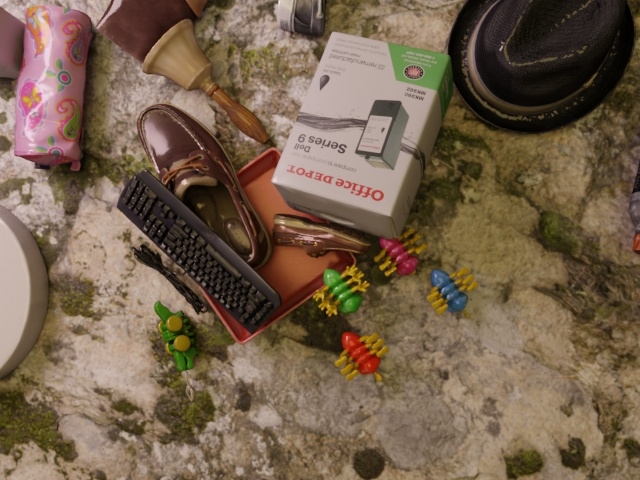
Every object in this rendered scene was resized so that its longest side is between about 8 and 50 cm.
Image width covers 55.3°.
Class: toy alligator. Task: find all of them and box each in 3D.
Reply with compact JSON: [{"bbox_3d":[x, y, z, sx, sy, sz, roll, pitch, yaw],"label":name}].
[{"bbox_3d":[-0.245,0.192,1.103,0.051,0.056,0.189,-20,86,-38],"label":"toy alligator"}]

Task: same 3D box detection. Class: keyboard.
[{"bbox_3d":[-0.219,0.040,1.020,0.317,0.033,0.201,43,136,2],"label":"keyboard"}]

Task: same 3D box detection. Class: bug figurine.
[{"bbox_3d":[0.120,0.104,1.056,0.279,0.072,0.216,-34,101,-2],"label":"bug figurine"}]

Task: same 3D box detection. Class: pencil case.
[{"bbox_3d":[-0.480,-0.272,1.102,0.124,0.124,0.283,4,89,4],"label":"pencil case"}]

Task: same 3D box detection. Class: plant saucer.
[{"bbox_3d":[-0.110,0.010,1.100,0.258,0.048,0.259,-36,85,2],"label":"plant saucer"}]

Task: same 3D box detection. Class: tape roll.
[{"bbox_3d":[-0.702,0.095,1.125,0.392,0.072,0.391,0,89,4],"label":"tape roll"}]

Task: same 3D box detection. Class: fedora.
[{"bbox_3d":[0.383,-0.349,1.026,0.334,0.152,0.333,0,88,4],"label":"fedora"}]

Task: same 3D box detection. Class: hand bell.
[{"bbox_3d":[-0.187,-0.262,1.099,0.242,0.126,0.126,44,91,-8],"label":"hand bell"}]

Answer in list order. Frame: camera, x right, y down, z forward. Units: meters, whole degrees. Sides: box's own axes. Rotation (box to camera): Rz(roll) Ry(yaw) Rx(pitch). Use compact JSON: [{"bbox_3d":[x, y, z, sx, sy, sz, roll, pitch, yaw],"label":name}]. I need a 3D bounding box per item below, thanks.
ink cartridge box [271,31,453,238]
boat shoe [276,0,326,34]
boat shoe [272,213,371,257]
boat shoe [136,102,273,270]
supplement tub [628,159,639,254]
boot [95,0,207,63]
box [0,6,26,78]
[{"bbox_3d":[0.075,-0.173,1.011,0.211,0.121,0.289,17,77,17],"label":"ink cartridge box"},{"bbox_3d":[-0.001,-0.517,1.081,0.102,0.108,0.301,11,91,4],"label":"boat shoe"},{"bbox_3d":[0.000,0.000,1.033,0.178,0.064,0.060,14,100,20],"label":"boat shoe"},{"bbox_3d":[-0.202,-0.095,1.024,0.123,0.123,0.342,-32,86,2],"label":"boat shoe"},{"bbox_3d":[0.620,-0.119,0.982,0.194,0.193,0.315,15,90,4],"label":"supplement tub"},{"bbox_3d":[-0.331,-0.453,1.070,0.248,0.090,0.207,39,95,-28],"label":"boot"},{"bbox_3d":[-0.602,-0.356,1.082,0.130,0.170,0.090,6,89,3],"label":"box"}]
